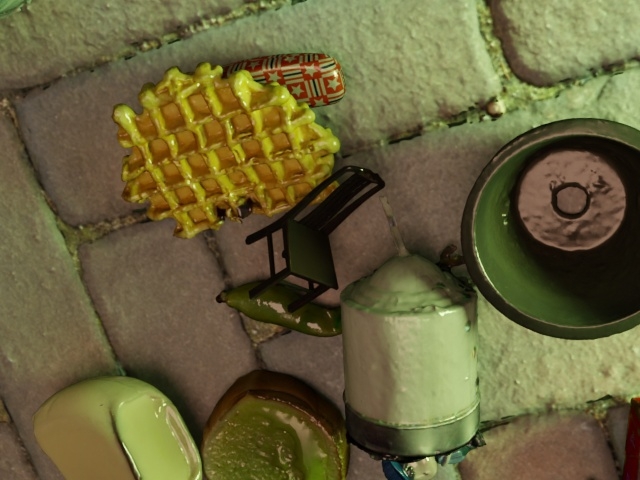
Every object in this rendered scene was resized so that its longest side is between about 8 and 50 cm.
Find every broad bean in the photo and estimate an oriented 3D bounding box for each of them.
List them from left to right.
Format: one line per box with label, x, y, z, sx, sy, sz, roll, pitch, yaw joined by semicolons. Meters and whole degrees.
broad bean;-0.046;0.094;1.379;0.213;0.048;0.070;6;109;10

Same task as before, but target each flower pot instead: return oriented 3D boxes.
flower pot;0.308;-0.028;1.201;0.269;0.166;0.269;3;106;10

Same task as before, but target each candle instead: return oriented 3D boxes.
candle;0.113;0.111;1.282;0.187;0.187;0.330;0;106;12

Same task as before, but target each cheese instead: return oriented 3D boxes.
cheese;-0.299;0.326;1.455;0.233;0.127;0.266;-25;94;35

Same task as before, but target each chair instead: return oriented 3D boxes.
chair;0.000;0.000;1.272;0.084;0.101;0.212;21;139;-39

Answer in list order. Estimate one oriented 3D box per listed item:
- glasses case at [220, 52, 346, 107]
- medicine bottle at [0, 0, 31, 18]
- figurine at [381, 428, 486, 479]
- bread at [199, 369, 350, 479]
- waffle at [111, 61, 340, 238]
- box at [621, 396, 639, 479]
glasses case;-0.064;-0.204;1.281;0.194;0.049;0.073;-5;127;14
medicine bottle;-0.489;-0.353;1.203;0.245;0.290;0.245;3;107;11
figurine;0.154;0.295;1.392;0.149;0.087;0.086;-31;100;4
bread;-0.067;0.308;1.444;0.236;0.070;0.236;4;109;12
waffle;-0.128;-0.106;1.300;0.309;0.065;0.283;24;126;-7
box;0.504;0.366;1.315;0.197;0.089;0.313;2;109;4
